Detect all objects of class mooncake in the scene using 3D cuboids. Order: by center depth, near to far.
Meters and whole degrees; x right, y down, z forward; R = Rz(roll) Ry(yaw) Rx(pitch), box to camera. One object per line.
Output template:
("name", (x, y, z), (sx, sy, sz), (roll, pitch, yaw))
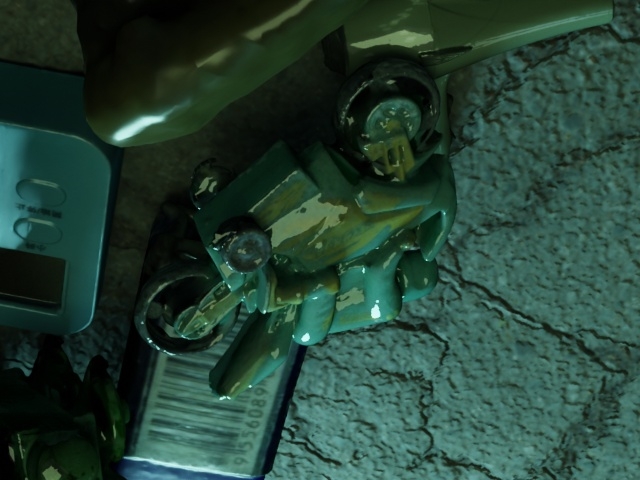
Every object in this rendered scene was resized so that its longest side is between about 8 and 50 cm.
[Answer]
("mooncake", (-0.109, -0.287, 0.901), (0.246, 0.393, 0.394), (-29, 140, 18))

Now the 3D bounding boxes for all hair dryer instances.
("hair dryer", (0.132, -0.134, 1.190), (0.219, 0.088, 0.225), (-23, 132, 11))

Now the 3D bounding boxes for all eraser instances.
("eraser", (-0.099, 0.125, 1.338), (0.155, 0.102, 0.332), (11, 123, -8))

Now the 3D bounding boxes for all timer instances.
("timer", (-0.287, -0.024, 1.256), (0.231, 0.091, 0.250), (9, 126, -5))

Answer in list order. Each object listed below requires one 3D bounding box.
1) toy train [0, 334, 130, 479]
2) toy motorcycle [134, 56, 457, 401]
("toy train", (-0.245, 0.196, 1.295), (0.145, 0.266, 0.202), (-12, 101, -27))
("toy motorcycle", (-0.001, 0.001, 1.175), (0.296, 0.109, 0.198), (-40, 125, 8))
